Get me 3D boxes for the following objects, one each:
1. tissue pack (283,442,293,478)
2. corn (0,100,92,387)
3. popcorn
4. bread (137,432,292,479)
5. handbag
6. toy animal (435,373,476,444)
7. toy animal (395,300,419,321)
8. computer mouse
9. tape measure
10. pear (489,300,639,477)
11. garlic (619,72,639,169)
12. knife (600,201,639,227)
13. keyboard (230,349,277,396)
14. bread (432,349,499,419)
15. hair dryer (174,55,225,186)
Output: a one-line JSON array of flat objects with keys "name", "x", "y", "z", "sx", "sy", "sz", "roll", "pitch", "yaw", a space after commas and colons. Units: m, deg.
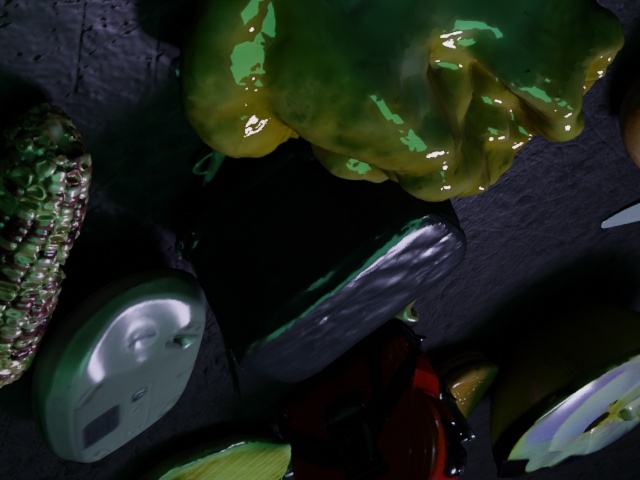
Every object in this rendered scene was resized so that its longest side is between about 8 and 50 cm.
[{"name": "tissue pack", "x": -0.020, "y": 0.340, "z": 1.449, "sx": 0.085, "sy": 0.028, "sz": 0.138, "roll": -18, "pitch": 148, "yaw": -20}, {"name": "corn", "x": -0.260, "y": 0.012, "z": 0.765, "sx": 0.098, "sy": 0.098, "sz": 0.290, "roll": 1, "pitch": 132, "yaw": -39}, {"name": "popcorn", "x": 0.058, "y": -0.182, "z": 0.640, "sx": 0.315, "sy": 0.297, "sz": 0.281, "roll": 11, "pitch": 178, "yaw": -6}, {"name": "bread", "x": -0.172, "y": 0.373, "z": 1.356, "sx": 0.301, "sy": 0.045, "sz": 0.301, "roll": -20, "pitch": 148, "yaw": -13}, {"name": "handbag", "x": 0.000, "y": 0.000, "z": 0.870, "sx": 0.254, "sy": 0.181, "sz": 0.181, "roll": -39, "pitch": 150, "yaw": 13}, {"name": "toy animal", "x": 0.136, "y": 0.292, "z": 1.389, "sx": 0.114, "sy": 0.146, "sz": 0.245, "roll": -4, "pitch": 143, "yaw": -53}, {"name": "toy animal", "x": 0.082, "y": 0.033, "z": 1.081, "sx": 0.218, "sy": 0.103, "sz": 0.101, "roll": 4, "pitch": 110, "yaw": -36}, {"name": "computer mouse", "x": -0.219, "y": 0.134, "z": 0.959, "sx": 0.197, "sy": 0.095, "sz": 0.331, "roll": -28, "pitch": 160, "yaw": -30}, {"name": "tape measure", "x": 0.078, "y": 0.283, "z": 1.256, "sx": 0.253, "sy": 0.260, "sz": 0.114, "roll": -34, "pitch": 150, "yaw": 15}, {"name": "pear", "x": 0.434, "y": 0.230, "z": 1.531, "sx": 0.398, "sy": 0.165, "sz": 0.399, "roll": -21, "pitch": 146, "yaw": -15}, {"name": "garlic", "x": 0.425, "y": -0.155, "z": 1.072, "sx": 0.207, "sy": 0.128, "sz": 0.115, "roll": 89, "pitch": 22, "yaw": -57}, {"name": "knife", "x": 0.530, "y": -0.054, "z": 1.365, "sx": 0.244, "sy": 0.032, "sz": 0.058, "roll": -8, "pitch": 143, "yaw": -24}, {"name": "keyboard", "x": -0.080, "y": 0.140, "z": 1.148, "sx": 0.074, "sy": 0.015, "sz": 0.196, "roll": -24, "pitch": 147, "yaw": -17}, {"name": "bread", "x": 0.208, "y": 0.257, "z": 1.470, "sx": 0.116, "sy": 0.077, "sz": 0.200, "roll": -7, "pitch": 138, "yaw": -30}, {"name": "hair dryer", "x": -0.043, "y": -0.129, "z": 0.796, "sx": 0.167, "sy": 0.067, "sz": 0.199, "roll": -28, "pitch": 158, "yaw": -15}]
